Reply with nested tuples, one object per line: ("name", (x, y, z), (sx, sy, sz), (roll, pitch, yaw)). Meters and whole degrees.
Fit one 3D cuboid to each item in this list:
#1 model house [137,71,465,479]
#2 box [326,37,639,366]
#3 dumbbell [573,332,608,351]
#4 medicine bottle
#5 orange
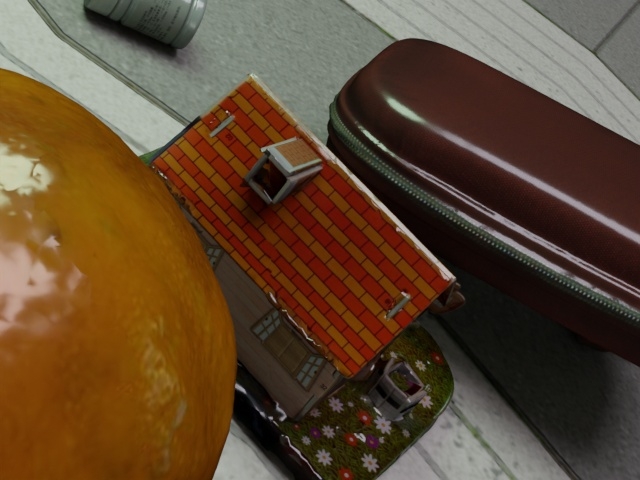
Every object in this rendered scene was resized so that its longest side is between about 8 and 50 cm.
("model house", (-0.001, -0.001, 0.733), (0.294, 0.154, 0.207), (47, 36, 11))
("box", (0.195, -0.029, 0.868), (0.403, 0.108, 0.263), (30, 27, 7))
("dumbbell", (0.340, 0.085, 1.020), (0.230, 0.092, 0.082), (20, 8, -27))
("medicine bottle", (-0.149, -0.208, 0.909), (0.091, 0.058, 0.058), (21, 38, -25))
("orange", (-0.174, 0.044, 0.419), (0.283, 0.226, 0.284), (2, 23, -1))
